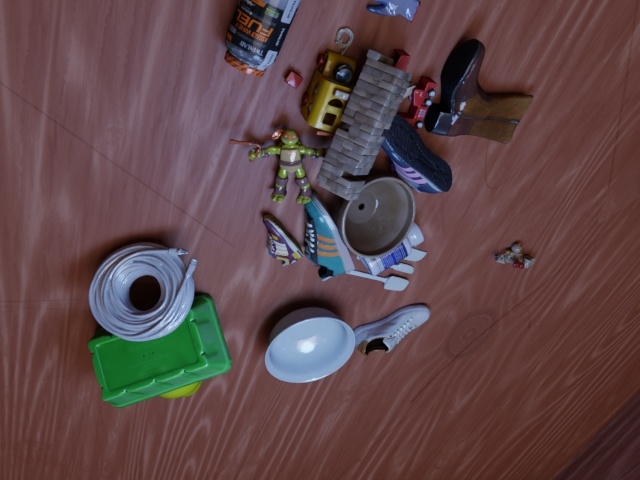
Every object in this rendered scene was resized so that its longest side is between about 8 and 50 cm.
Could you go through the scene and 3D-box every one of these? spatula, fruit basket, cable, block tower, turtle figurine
[{"bbox_3d":[0.208,0.080,1.684,0.242,0.019,0.168,14,122,-27],"label":"spatula"},{"bbox_3d":[-0.458,0.342,1.559,0.393,0.282,0.392,-18,173,-2],"label":"fruit basket"},{"bbox_3d":[-0.462,0.132,1.368,0.258,0.089,0.256,12,80,1],"label":"cable"},{"bbox_3d":[0.101,-0.262,1.228,0.091,0.097,0.335,-15,131,-62],"label":"block tower"},{"bbox_3d":[-0.088,-0.199,1.325,0.270,0.087,0.217,-4,133,-7],"label":"turtle figurine"}]

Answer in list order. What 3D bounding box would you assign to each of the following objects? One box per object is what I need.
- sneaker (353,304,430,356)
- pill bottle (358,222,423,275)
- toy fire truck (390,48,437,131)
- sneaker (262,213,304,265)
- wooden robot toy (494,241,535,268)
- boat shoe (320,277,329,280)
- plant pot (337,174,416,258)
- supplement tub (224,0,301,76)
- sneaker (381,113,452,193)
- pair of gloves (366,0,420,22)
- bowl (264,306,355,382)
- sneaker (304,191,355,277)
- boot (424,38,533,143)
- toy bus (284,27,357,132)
[{"bbox_3d":[0.263,0.325,1.827,0.290,0.123,0.105,-24,128,-2],"label":"sneaker"},{"bbox_3d":[0.208,0.015,1.568,0.187,0.112,0.112,-31,130,-4],"label":"pill bottle"},{"bbox_3d":[0.216,-0.370,1.319,0.136,0.047,0.191,4,126,-21],"label":"toy fire truck"},{"bbox_3d":[-0.123,0.006,1.484,0.084,0.069,0.185,-33,128,7],"label":"sneaker"},{"bbox_3d":[0.675,0.047,1.786,0.174,0.076,0.078,8,113,-24],"label":"wooden robot toy"},{"bbox_3d":[0.045,0.096,1.633,0.100,0.035,0.035,-41,125,6],"label":"boat shoe"},{"bbox_3d":[0.138,-0.077,1.461,0.238,0.110,0.237,-12,117,-24],"label":"plant pot"},{"bbox_3d":[-0.126,-0.450,1.097,0.117,0.117,0.190,13,121,-27],"label":"supplement tub"},{"bbox_3d":[0.215,-0.216,1.387,0.319,0.131,0.112,37,64,-36],"label":"sneaker"},{"bbox_3d":[0.184,-0.588,1.156,0.160,0.023,0.198,13,122,-29],"label":"pair of gloves"},{"bbox_3d":[-0.046,0.316,1.707,0.298,0.134,0.297,-9,128,-12],"label":"bowl"},{"bbox_3d":[0.000,0.000,1.494,0.121,0.108,0.302,-25,128,2],"label":"sneaker"},{"bbox_3d":[0.443,-0.374,1.361,0.281,0.096,0.263,1,126,-20],"label":"boot"},{"bbox_3d":[0.033,-0.355,1.232,0.191,0.104,0.202,-28,130,3],"label":"toy bus"}]
